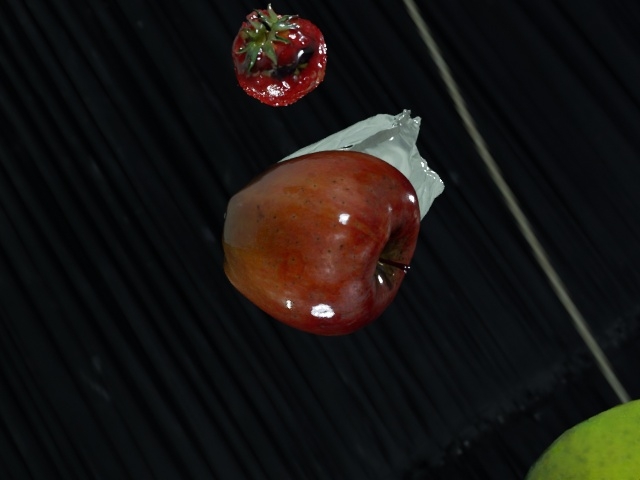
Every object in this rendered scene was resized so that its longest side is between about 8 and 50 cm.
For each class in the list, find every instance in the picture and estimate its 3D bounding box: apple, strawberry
[{"bbox_3d":[-0.001,0.001,1.274,0.234,0.234,0.234,-30,164,-9],"label":"apple"},{"bbox_3d":[-0.040,-0.182,1.129,0.106,0.106,0.106,-30,164,-9],"label":"strawberry"}]

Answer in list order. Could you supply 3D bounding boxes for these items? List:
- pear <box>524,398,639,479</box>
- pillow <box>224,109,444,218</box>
[{"bbox_3d":[0.242,0.215,0.709,0.139,0.239,0.288,-61,172,-70],"label":"pear"},{"bbox_3d":[0.035,-0.052,1.627,0.310,0.138,0.283,-30,153,0],"label":"pillow"}]
